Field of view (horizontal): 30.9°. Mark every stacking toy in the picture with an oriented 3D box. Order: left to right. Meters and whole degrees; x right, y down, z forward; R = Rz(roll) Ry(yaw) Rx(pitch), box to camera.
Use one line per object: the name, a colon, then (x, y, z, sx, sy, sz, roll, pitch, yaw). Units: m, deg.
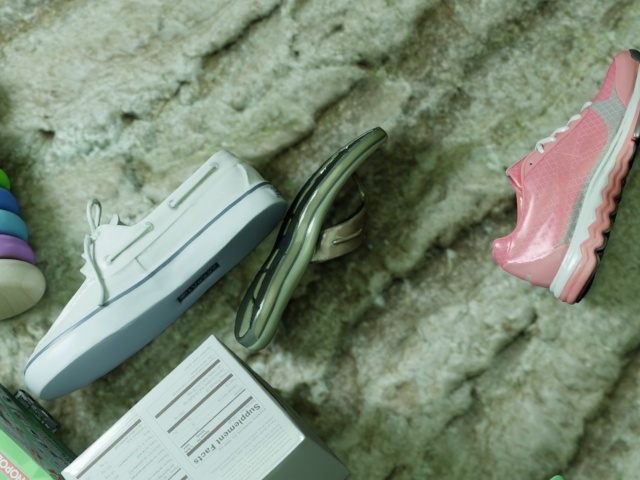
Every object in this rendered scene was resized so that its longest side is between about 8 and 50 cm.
stacking toy: (-0.438, -0.070, 1.417, 0.141, 0.141, 0.330, -18, 70, 2)

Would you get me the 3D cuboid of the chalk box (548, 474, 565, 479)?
chalk box: (0.289, 0.352, 1.213, 0.132, 0.132, 0.213, -36, 73, -2)

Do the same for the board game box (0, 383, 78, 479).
board game box: (-0.302, 0.250, 1.254, 0.317, 0.213, 0.046, 41, 84, 10)

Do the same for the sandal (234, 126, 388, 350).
sandal: (-0.001, 0.001, 1.363, 0.086, 0.120, 0.302, 30, 83, -11)

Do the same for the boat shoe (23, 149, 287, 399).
boat shoe: (-0.224, 0.020, 1.361, 0.367, 0.136, 0.156, -42, 75, -7)

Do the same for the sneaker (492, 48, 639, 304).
sneaker: (0.290, -0.091, 1.337, 0.136, 0.116, 0.313, 18, 78, 13)

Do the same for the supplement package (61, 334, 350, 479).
supplement package: (-0.107, 0.245, 1.215, 0.204, 0.262, 0.145, -42, 69, -5)

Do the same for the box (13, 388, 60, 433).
box: (-0.363, 0.230, 1.382, 0.067, 0.018, 0.083, 39, 83, 15)
